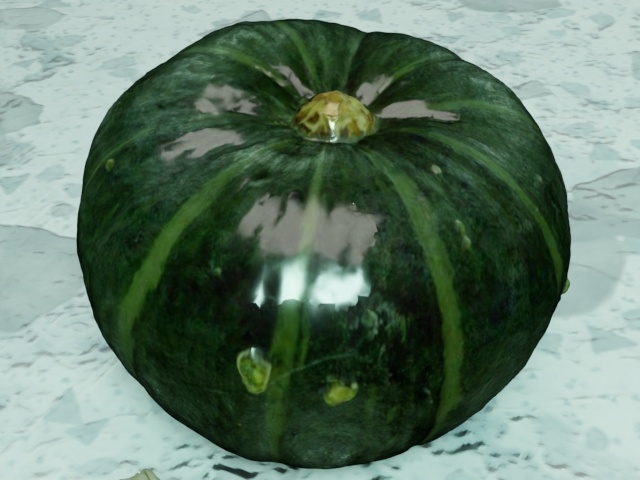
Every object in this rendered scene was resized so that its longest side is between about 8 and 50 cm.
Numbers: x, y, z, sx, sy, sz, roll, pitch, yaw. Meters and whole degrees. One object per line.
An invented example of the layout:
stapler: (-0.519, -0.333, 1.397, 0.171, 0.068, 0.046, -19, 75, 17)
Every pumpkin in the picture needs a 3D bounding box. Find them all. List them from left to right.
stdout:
pumpkin: (0.000, 0.000, 0.704, 0.300, 0.207, 0.300, 7, 42, -7)

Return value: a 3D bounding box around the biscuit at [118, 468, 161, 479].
biscuit: (-0.093, 0.205, 0.533, 0.108, 0.062, 0.239, -15, 36, -17)
